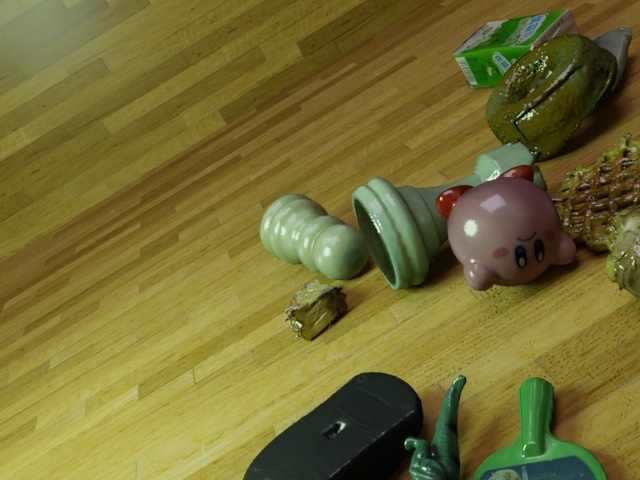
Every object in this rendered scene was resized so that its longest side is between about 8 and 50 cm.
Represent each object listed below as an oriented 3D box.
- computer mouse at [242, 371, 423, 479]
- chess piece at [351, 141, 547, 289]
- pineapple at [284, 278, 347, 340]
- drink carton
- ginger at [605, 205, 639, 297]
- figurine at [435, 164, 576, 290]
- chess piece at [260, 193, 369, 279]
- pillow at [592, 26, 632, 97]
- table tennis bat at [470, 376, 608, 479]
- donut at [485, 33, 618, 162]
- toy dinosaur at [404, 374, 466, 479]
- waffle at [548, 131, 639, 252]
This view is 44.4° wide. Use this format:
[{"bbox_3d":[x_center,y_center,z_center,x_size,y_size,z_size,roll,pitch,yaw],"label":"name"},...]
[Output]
[{"bbox_3d":[0.022,0.280,1.010,0.270,0.086,0.137,-34,31,-25],"label":"computer mouse"},{"bbox_3d":[0.222,-0.058,1.333,0.299,0.194,0.194,-24,23,-6],"label":"chess piece"},{"bbox_3d":[-0.005,0.110,1.392,0.116,0.069,0.137,-20,25,26],"label":"pineapple"},{"bbox_3d":[0.468,-0.454,1.874,0.161,0.108,0.271,-44,28,-21],"label":"drink carton"},{"bbox_3d":[0.446,0.015,1.006,0.157,0.102,0.216,13,42,26],"label":"ginger"},{"bbox_3d":[0.277,-0.012,1.180,0.173,0.173,0.173,-26,24,13],"label":"figurine"},{"bbox_3d":[0.000,0.000,1.531,0.144,0.144,0.251,-39,30,-16],"label":"chess piece"},{"bbox_3d":[0.548,-0.338,1.595,0.144,0.078,0.254,-24,23,45],"label":"pillow"},{"bbox_3d":[0.238,0.253,0.872,0.160,0.039,0.257,-16,30,26],"label":"table tennis bat"},{"bbox_3d":[0.425,-0.285,1.497,0.272,0.107,0.272,-41,27,27],"label":"donut"},{"bbox_3d":[0.107,0.287,0.911,0.120,0.079,0.292,-12,32,26],"label":"toy dinosaur"},{"bbox_3d":[0.468,-0.073,1.210,0.254,0.052,0.245,-37,26,-9],"label":"waffle"}]
